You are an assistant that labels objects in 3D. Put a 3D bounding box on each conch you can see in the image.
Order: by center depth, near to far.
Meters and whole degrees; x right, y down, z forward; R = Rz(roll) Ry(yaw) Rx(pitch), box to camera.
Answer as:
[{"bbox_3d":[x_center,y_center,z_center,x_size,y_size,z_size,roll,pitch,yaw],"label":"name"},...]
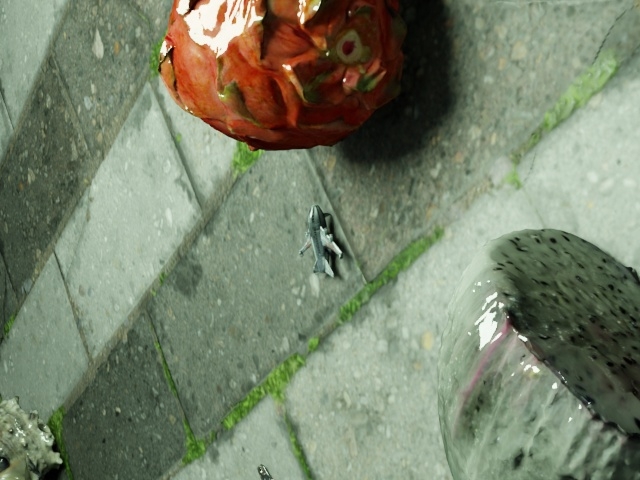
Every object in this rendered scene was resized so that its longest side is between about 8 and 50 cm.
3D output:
[{"bbox_3d":[-0.564,0.426,1.846,0.240,0.186,0.313,-65,29,28],"label":"conch"}]

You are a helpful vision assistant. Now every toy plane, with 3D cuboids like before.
[{"bbox_3d":[0.000,0.000,1.114,0.078,0.031,0.083,5,101,52],"label":"toy plane"}]

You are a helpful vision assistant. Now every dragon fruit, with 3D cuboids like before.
[{"bbox_3d":[0.185,0.148,0.755,0.283,0.204,0.221,51,134,36],"label":"dragon fruit"},{"bbox_3d":[-0.034,-0.200,0.969,0.252,0.241,0.241,138,117,-64],"label":"dragon fruit"}]

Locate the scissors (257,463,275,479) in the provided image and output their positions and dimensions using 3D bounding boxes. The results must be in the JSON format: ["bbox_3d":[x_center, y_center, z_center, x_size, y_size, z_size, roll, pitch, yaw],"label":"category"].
[{"bbox_3d":[-0.055,0.339,1.263,0.113,0.012,0.039,57,136,29],"label":"scissors"}]
